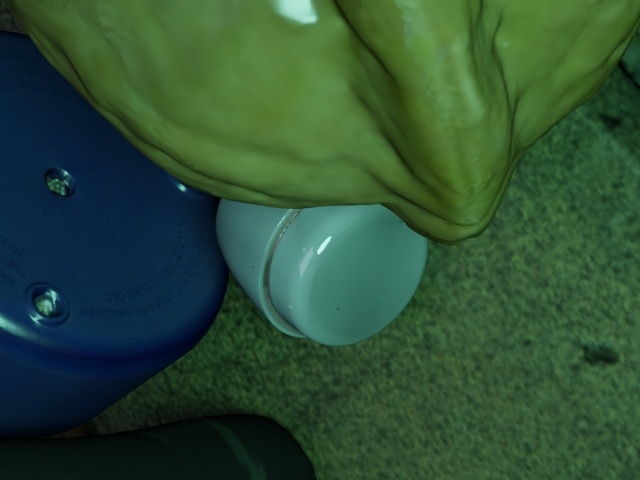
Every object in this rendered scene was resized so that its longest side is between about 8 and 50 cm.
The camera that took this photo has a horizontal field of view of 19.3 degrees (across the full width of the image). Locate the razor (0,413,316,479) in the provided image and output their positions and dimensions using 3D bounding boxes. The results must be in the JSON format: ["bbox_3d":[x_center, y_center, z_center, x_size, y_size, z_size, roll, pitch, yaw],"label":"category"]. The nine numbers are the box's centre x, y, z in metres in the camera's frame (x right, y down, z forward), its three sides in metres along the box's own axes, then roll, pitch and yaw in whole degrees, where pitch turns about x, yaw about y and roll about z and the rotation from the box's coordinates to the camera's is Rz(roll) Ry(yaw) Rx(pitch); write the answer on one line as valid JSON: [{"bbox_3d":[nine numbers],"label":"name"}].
[{"bbox_3d":[-0.179,0.187,1.209,0.204,0.349,0.113,-38,60,43],"label":"razor"}]

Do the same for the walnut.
[{"bbox_3d":[0.003,-0.201,0.975,0.383,0.383,0.384,9,103,42],"label":"walnut"}]

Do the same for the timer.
[{"bbox_3d":[-0.267,0.069,1.313,0.383,0.270,0.270,-47,66,37],"label":"timer"}]

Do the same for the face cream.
[{"bbox_3d":[0.000,0.000,1.158,0.104,0.117,0.117,38,121,41],"label":"face cream"}]

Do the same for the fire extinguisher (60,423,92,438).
[{"bbox_3d":[-0.178,0.155,1.419,0.028,0.022,0.083,-32,73,10],"label":"fire extinguisher"}]
